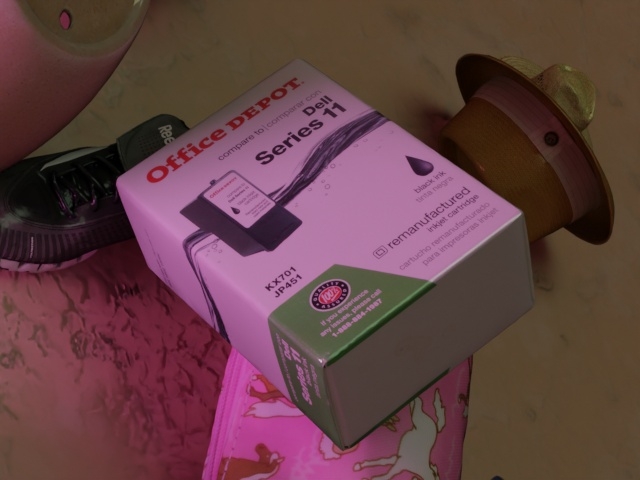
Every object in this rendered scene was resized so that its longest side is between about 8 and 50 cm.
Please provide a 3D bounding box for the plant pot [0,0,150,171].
[{"bbox_3d":[-0.207,-0.158,0.852,0.284,0.191,0.284,2,87,-57],"label":"plant pot"}]

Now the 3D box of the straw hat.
[{"bbox_3d":[0.218,-0.125,1.383,0.144,0.061,0.144,23,48,-28],"label":"straw hat"}]

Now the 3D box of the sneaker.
[{"bbox_3d":[-0.128,-0.039,0.987,0.234,0.106,0.078,-8,67,-44],"label":"sneaker"}]

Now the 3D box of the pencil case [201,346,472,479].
[{"bbox_3d":[0.004,0.132,0.946,0.160,0.167,0.386,75,20,-47],"label":"pencil case"}]

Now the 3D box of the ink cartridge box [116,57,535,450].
[{"bbox_3d":[0.000,0.000,0.899,0.153,0.087,0.208,-37,50,-19],"label":"ink cartridge box"}]

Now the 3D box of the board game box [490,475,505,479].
[{"bbox_3d":[0.125,0.281,0.947,0.194,0.194,0.060,42,39,20],"label":"board game box"}]

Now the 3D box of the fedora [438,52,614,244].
[{"bbox_3d":[0.156,-0.060,1.243,0.079,0.194,0.194,-38,89,-11],"label":"fedora"}]
